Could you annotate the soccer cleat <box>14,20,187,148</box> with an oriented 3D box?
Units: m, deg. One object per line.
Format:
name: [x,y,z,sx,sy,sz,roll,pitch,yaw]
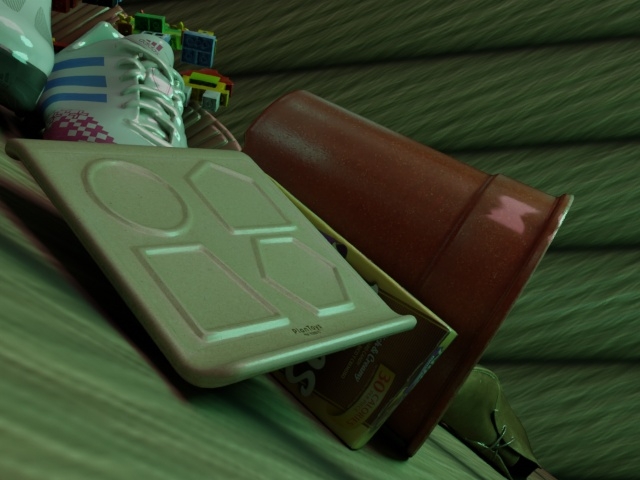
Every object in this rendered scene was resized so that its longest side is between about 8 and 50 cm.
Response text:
soccer cleat: [-0.164,-0.106,0.651,0.116,0.143,0.331,40,0,-42]

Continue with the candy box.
candy box: [-0.005,0.049,0.576,0.187,0.109,0.053,40,2,18]

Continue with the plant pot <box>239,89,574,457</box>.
plant pot: [0.043,0.011,0.720,0.265,0.272,0.272,31,-2,12]

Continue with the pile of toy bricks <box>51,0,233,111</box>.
pile of toy bricks: [-0.193,-0.216,0.827,0.212,0.118,0.105,11,32,-1]

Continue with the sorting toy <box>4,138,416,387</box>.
sorting toy: [-0.063,0.006,0.477,0.208,0.038,0.193,43,26,26]

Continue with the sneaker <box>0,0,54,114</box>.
sneaker: [-0.289,-0.309,0.688,0.169,0.257,0.447,36,10,-48]

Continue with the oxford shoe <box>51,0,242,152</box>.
oxford shoe: [-0.253,-0.160,0.916,0.397,0.140,0.146,49,-23,6]

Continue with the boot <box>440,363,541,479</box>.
boot: [0.262,0.285,1.195,0.305,0.112,0.115,43,9,-44]
